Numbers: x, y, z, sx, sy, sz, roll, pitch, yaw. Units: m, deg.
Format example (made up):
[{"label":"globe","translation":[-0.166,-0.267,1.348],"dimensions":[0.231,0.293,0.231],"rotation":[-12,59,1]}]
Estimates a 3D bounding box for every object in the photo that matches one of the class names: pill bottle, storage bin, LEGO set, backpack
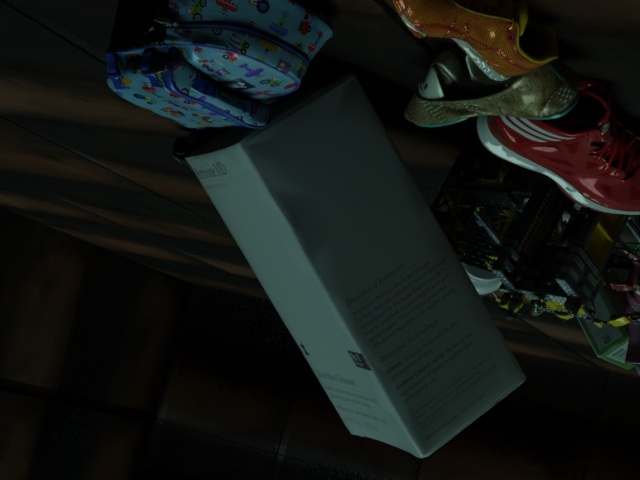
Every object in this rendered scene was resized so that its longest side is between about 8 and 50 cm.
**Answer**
[{"label":"pill bottle","translation":[0.232,0.029,1.793],"dimensions":[0.112,0.112,0.187],"rotation":[15,172,-1]},{"label":"storage bin","translation":[0.281,0.012,1.609],"dimensions":[0.180,0.084,0.122],"rotation":[16,-176,-9]},{"label":"LEGO set","translation":[0.247,0.032,1.337],"dimensions":[0.331,0.192,0.255],"rotation":[14,154,40]},{"label":"backpack","translation":[-0.083,-0.169,1.054],"dimensions":[0.173,0.117,0.158],"rotation":[5,168,38]}]

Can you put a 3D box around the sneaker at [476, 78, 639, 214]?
[{"label":"sneaker","translation":[0.263,-0.083,1.104],"dimensions":[0.221,0.087,0.128],"rotation":[16,173,-12]}]

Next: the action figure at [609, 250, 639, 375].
[{"label":"action figure","translation":[0.537,0.091,1.655],"dimensions":[0.370,0.248,0.276],"rotation":[33,-153,-25]}]

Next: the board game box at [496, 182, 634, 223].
[{"label":"board game box","translation":[0.298,-0.049,1.461],"dimensions":[0.103,0.026,0.154],"rotation":[19,171,-24]}]

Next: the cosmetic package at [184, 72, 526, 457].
[{"label":"cosmetic package","translation":[0.033,0.026,1.294],"dimensions":[0.385,0.156,0.217],"rotation":[58,162,-9]}]

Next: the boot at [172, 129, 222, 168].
[{"label":"boot","translation":[-0.119,-0.097,1.749],"dimensions":[0.229,0.091,0.263],"rotation":[26,163,-30]}]

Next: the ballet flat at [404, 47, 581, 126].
[{"label":"ballet flat","translation":[0.139,-0.143,1.054],"dimensions":[0.206,0.073,0.067],"rotation":[0,136,51]}]

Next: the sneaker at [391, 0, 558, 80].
[{"label":"sneaker","translation":[0.115,-0.176,0.897],"dimensions":[0.175,0.064,0.067],"rotation":[16,153,-42]}]

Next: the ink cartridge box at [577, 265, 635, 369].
[{"label":"ink cartridge box","translation":[0.424,0.087,1.813],"dimensions":[0.062,0.209,0.109],"rotation":[-39,144,23]}]
